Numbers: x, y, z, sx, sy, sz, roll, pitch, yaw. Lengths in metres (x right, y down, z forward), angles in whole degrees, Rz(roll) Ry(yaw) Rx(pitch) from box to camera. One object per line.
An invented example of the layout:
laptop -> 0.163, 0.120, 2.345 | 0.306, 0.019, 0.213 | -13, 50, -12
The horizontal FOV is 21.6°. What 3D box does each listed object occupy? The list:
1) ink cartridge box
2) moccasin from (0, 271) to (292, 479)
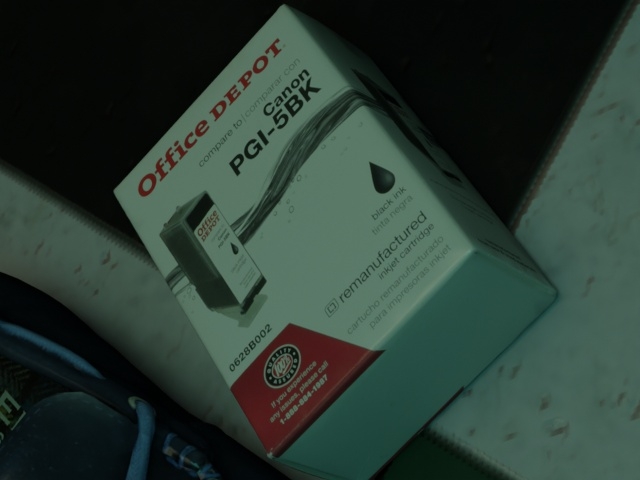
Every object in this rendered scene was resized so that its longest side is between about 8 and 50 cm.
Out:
ink cartridge box -> 0.000, 0.000, 0.577 | 0.099, 0.056, 0.135 | -47, 51, 14
moccasin -> -0.086, 0.110, 0.559 | 0.342, 0.117, 0.138 | 29, 91, 41
